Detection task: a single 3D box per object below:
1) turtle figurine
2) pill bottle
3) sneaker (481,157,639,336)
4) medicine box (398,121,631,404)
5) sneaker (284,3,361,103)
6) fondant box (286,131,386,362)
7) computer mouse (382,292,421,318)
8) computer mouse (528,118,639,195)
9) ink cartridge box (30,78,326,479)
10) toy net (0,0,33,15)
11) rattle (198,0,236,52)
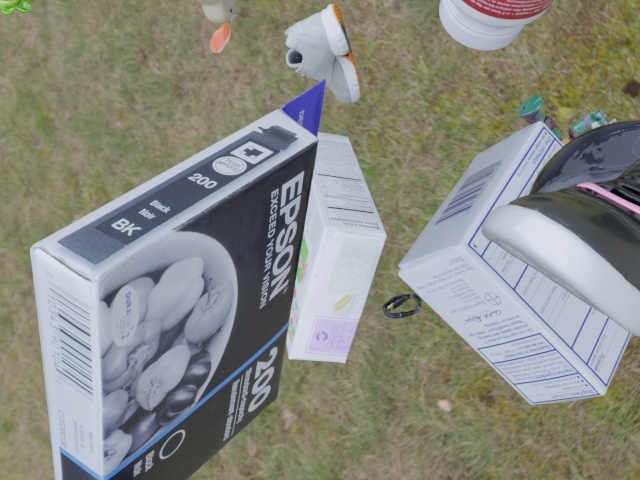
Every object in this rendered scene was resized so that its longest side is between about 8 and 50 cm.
[{"bbox_3d":[0.452,-0.158,1.438,0.118,0.234,0.175,-41,35,45],"label":"turtle figurine"},{"bbox_3d":[0.347,-0.535,1.428,0.229,0.408,0.229,3,65,-7],"label":"pill bottle"},{"bbox_3d":[0.199,-0.028,0.472,0.104,0.295,0.147,40,107,31],"label":"sneaker"},{"bbox_3d":[0.303,0.036,1.122,0.289,0.263,0.149,45,148,-10],"label":"medicine box"},{"bbox_3d":[0.001,-0.336,1.491,0.121,0.262,0.099,-15,65,6],"label":"sneaker"},{"bbox_3d":[0.000,0.000,1.285,0.330,0.096,0.238,-103,24,-57],"label":"fondant box"},{"bbox_3d":[0.223,0.084,1.648,0.071,0.242,0.041,46,153,16],"label":"computer mouse"},{"bbox_3d":[0.325,-0.069,0.737,0.272,0.188,0.072,-5,68,6],"label":"computer mouse"},{"bbox_3d":[-0.056,0.039,0.438,0.045,0.208,0.206,29,133,21],"label":"ink cartridge box"},{"bbox_3d":[-0.395,-0.281,0.788,0.045,0.232,0.122,125,155,-52],"label":"toy net"},{"bbox_3d":[-0.075,-0.295,0.876,0.142,0.200,0.130,-9,47,3],"label":"rattle"}]
